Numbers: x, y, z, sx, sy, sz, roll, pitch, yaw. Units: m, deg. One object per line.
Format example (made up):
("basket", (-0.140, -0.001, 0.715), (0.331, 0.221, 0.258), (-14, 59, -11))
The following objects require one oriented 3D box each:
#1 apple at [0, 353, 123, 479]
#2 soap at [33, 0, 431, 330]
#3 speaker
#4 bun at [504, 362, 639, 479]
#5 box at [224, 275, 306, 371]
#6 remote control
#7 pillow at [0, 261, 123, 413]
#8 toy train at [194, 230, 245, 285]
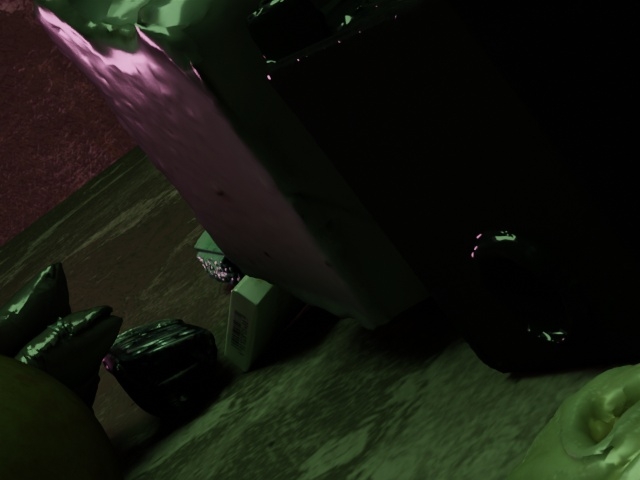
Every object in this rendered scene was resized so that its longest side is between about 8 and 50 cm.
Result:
("apple", (-0.242, 0.192, 0.911), (0.257, 0.257, 0.234), (-35, -10, 21))
("soap", (0.070, -0.173, 1.011), (0.435, 0.350, 0.213), (-45, 38, -19))
("speaker", (0.131, -0.094, 0.780), (0.232, 0.254, 0.184), (-47, 17, -28))
("bun", (0.119, 0.100, 0.497), (0.183, 0.102, 0.183), (-40, 13, 11))
("box", (0.001, 0.000, 1.196), (0.220, 0.032, 0.122), (-48, -16, -28))
("remote control", (-0.144, 0.112, 1.300), (0.090, 0.066, 0.266), (-15, 4, -13))
("pillow", (-0.292, 0.193, 1.171), (0.326, 0.101, 0.228), (-48, -16, -34))
("toy train", (-0.075, 0.000, 1.458), (0.099, 0.070, 0.172), (-53, 14, -9))
